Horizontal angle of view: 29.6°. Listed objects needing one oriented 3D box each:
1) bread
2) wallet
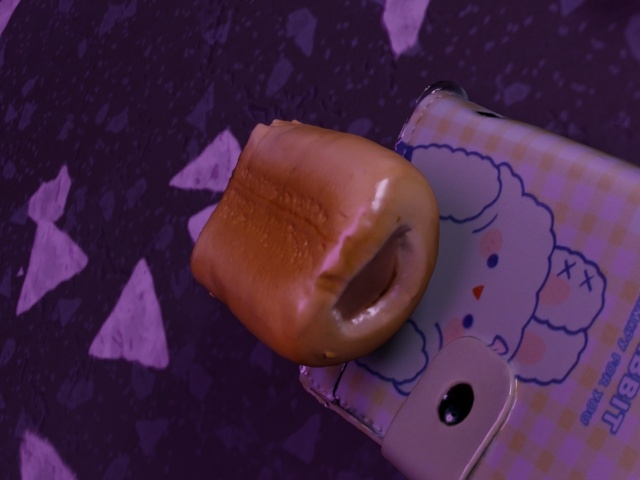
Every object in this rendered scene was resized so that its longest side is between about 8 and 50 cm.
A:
[{"bbox_3d":[0.001,0.001,0.723,0.134,0.085,0.173,-61,32,4],"label":"bread"},{"bbox_3d":[0.116,0.046,0.672,0.309,0.077,0.223,32,98,54],"label":"wallet"}]
